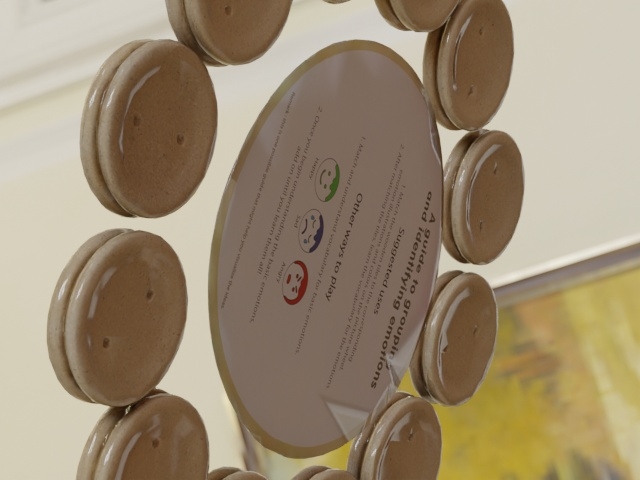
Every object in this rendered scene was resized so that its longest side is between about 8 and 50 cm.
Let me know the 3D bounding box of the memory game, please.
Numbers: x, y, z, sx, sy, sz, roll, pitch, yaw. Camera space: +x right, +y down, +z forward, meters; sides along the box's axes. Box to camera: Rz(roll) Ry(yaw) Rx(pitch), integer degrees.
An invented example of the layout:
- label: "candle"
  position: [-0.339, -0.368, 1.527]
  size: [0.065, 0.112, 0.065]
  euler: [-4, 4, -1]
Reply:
- label: "memory game"
  position: [0.000, 0.000, 0.435]
  size: [0.186, 0.012, 0.186]
  euler: [-21, -64, -53]
